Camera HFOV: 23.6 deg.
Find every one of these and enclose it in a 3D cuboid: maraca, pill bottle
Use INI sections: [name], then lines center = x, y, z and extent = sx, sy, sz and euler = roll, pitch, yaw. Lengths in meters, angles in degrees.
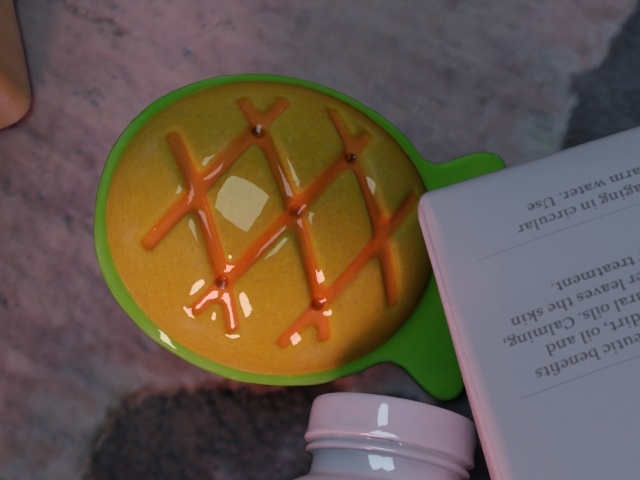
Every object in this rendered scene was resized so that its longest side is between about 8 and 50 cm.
[maraca]
center = 0.000, 0.000, 0.628
extent = 0.186, 0.099, 0.127
euler = 14, 84, -10
[pill bottle]
center = 0.015, 0.143, 0.577
extent = 0.087, 0.087, 0.160
euler = 7, 73, 14

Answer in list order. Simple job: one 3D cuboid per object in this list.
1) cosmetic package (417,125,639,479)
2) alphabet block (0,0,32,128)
[cosmetic package]
center = 0.169, 0.133, 0.461
extent = 0.197, 0.155, 0.365
euler = -16, 52, 6
[alphabet block]
center = -0.262, -0.143, 0.672
extent = 0.193, 0.197, 0.192
euler = -18, 68, 5
